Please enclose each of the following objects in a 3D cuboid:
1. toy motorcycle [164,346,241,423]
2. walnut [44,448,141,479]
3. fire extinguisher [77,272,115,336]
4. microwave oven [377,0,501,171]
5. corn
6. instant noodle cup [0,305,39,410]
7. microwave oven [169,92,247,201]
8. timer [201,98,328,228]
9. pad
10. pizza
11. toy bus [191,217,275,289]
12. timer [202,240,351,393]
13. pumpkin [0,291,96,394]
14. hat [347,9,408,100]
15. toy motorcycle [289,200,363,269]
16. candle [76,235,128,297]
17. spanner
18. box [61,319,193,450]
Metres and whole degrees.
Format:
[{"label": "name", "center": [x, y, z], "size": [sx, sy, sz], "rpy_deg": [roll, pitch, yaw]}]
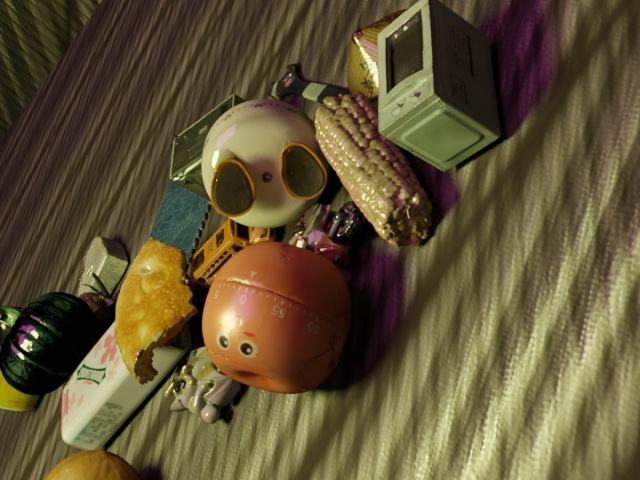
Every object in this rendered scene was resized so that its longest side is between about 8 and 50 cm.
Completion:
[{"label": "toy motorcycle", "center": [-0.209, 0.267, 1.625], "size": [0.225, 0.073, 0.152], "rpy_deg": [-29, 49, 42]}, {"label": "walnut", "center": [-0.449, 0.536, 1.673], "size": [0.203, 0.203, 0.298], "rpy_deg": [35, 101, 58]}, {"label": "fire extinguisher", "center": [-0.598, 0.207, 2.196], "size": [0.269, 0.104, 0.105], "rpy_deg": [-51, 34, 21]}, {"label": "microwave oven", "center": [0.173, -0.234, 1.335], "size": [0.122, 0.162, 0.208], "rpy_deg": [-32, 44, 40]}, {"label": "corn", "center": [0.081, -0.118, 1.435], "size": [0.127, 0.126, 0.335], "rpy_deg": [-48, 38, 23]}, {"label": "instant noodle cup", "center": [-0.793, 0.311, 2.331], "size": [0.215, 0.215, 0.236], "rpy_deg": [24, 95, 58]}, {"label": "microwave oven", "center": [-0.192, -0.177, 1.826], "size": [0.205, 0.163, 0.129], "rpy_deg": [-30, 48, 37]}, {"label": "timer", "center": [-0.101, -0.142, 1.613], "size": [0.233, 0.233, 0.240], "rpy_deg": [-54, 18, 15]}, {"label": "pad", "center": [-0.327, -0.059, 2.077], "size": [0.269, 0.012, 0.269], "rpy_deg": [1, 70, 55]}, {"label": "pizza", "center": [-0.320, 0.123, 1.734], "size": [0.182, 0.074, 0.365], "rpy_deg": [-24, 41, 11]}, {"label": "toy bus", "center": [-0.169, 0.015, 1.726], "size": [0.194, 0.088, 0.083], "rpy_deg": [-44, 36, 30]}, {"label": "timer", "center": [-0.067, 0.121, 1.375], "size": [0.229, 0.229, 0.215], "rpy_deg": [-7, 63, 53]}, {"label": "pumpkin", "center": [-0.648, 0.216, 2.025], "size": [0.248, 0.248, 0.248], "rpy_deg": [-34, 43, 39]}, {"label": "hat", "center": [0.090, -0.355, 1.610], "size": [0.193, 0.082, 0.193], "rpy_deg": [-31, 44, 36]}, {"label": "toy motorcycle", "center": [0.000, 0.000, 1.502], "size": [0.212, 0.084, 0.118], "rpy_deg": [-14, 58, 60]}, {"label": "candle", "center": [-0.555, 0.071, 2.261], "size": [0.168, 0.068, 0.192], "rpy_deg": [-28, 48, 48]}, {"label": "spanner", "center": [-0.021, -0.311, 1.803], "size": [0.087, 0.024, 0.316], "rpy_deg": [-58, 32, -2]}, {"label": "box", "center": [-0.417, 0.267, 1.895], "size": [0.370, 0.112, 0.190], "rpy_deg": [-46, 37, 23]}]
